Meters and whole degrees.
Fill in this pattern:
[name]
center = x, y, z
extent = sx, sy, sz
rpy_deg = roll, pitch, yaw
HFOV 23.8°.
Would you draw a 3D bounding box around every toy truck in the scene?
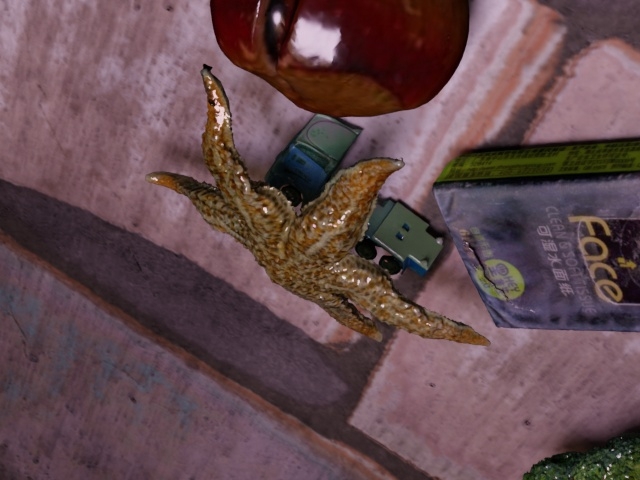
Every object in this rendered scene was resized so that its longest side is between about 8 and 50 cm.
[toy truck]
center = 0.040, -0.039, 1.390
extent = 0.175, 0.067, 0.081
rpy_deg = 37, 141, 0

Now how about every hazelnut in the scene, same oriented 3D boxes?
[hazelnut]
center = 0.019, -0.186, 1.204
extent = 0.204, 0.178, 0.178
rpy_deg = 21, 137, 17

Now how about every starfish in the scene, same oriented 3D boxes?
[starfish]
center = 0.000, 0.003, 1.343
extent = 0.358, 0.078, 0.347
rpy_deg = 33, 153, 1

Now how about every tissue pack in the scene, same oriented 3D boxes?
[tissue pack]
center = 0.232, 0.000, 1.293
extent = 0.235, 0.073, 0.173
rpy_deg = 0, 129, 35

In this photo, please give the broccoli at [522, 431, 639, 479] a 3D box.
[broccoli]
center = 0.305, 0.311, 1.394
extent = 0.254, 0.269, 0.269
rpy_deg = 42, 140, -18
